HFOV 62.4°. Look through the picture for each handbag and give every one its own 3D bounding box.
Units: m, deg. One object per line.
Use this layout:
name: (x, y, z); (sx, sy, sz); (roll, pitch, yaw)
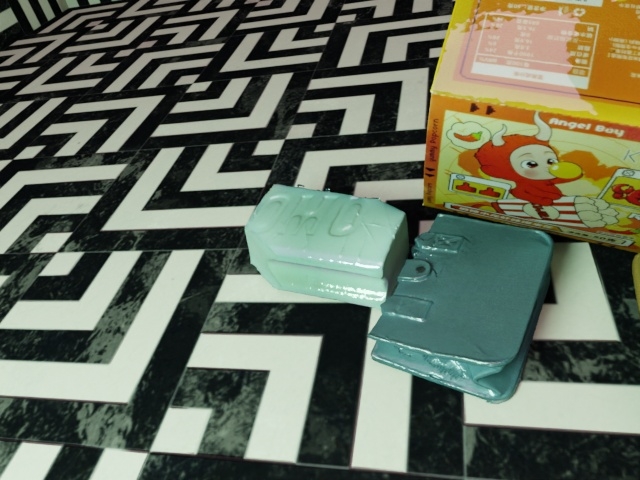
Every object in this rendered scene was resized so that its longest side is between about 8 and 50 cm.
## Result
handbag: (0.168, 0.063, 0.630); (0.179, 0.062, 0.229); (13, 46, 29)

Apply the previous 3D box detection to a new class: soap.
soap: (0.000, 0.000, 0.732); (0.231, 0.091, 0.145); (9, 44, 23)

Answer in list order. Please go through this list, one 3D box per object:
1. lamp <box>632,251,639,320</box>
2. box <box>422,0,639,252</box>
lamp: (0.376, 0.075, 0.479); (0.162, 0.161, 0.185); (1, 43, 17)
box: (0.275, -0.140, 0.591); (0.284, 0.259, 0.213); (14, 71, 15)
